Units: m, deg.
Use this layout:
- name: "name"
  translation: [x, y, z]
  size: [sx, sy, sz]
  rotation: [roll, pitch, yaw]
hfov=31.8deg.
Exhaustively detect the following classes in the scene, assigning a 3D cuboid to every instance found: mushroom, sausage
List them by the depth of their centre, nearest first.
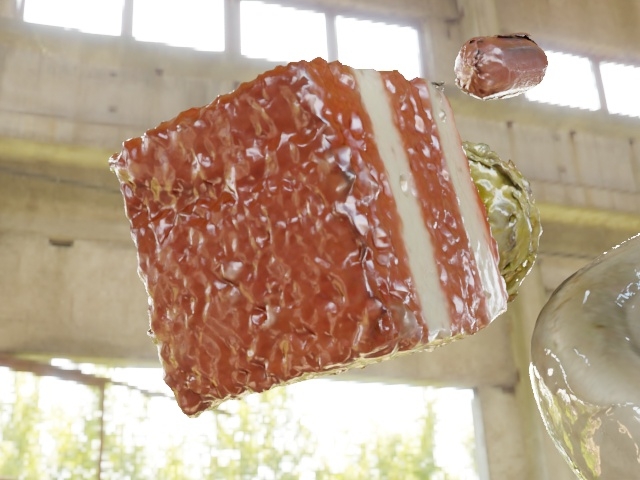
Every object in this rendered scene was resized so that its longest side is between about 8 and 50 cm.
- name: "mushroom"
  translation: [0.299, 0.064, 0.806]
  size: [0.298, 0.297, 0.290]
  rotation: [-5, -53, 4]
- name: "sausage"
  translation: [0.208, -0.202, 1.300]
  size: [0.141, 0.076, 0.076]
  rotation: [-19, -10, -48]

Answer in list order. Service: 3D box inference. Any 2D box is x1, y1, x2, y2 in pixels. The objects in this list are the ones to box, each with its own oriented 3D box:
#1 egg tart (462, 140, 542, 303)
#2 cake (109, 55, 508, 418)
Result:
- name: "egg tart"
  translation: [0.142, -0.001, 1.434]
  size: [0.279, 0.095, 0.278]
  rotation: [5, -61, 9]
- name: "cake"
  translation: [0.000, 0.000, 1.091]
  size: [0.270, 0.269, 0.320]
  rotation: [-20, -9, 31]
